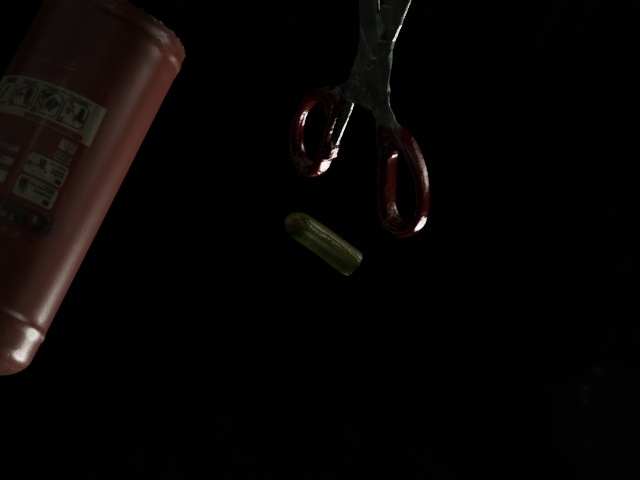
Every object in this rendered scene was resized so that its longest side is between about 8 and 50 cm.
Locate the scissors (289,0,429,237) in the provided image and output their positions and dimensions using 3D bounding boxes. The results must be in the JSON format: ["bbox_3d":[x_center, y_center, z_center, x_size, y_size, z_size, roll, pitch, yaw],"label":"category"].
[{"bbox_3d":[0.037,-0.133,0.932,0.017,0.247,0.144,-18,-141,-37],"label":"scissors"}]

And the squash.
[{"bbox_3d":[0.000,0.000,1.254,0.083,0.027,0.027,37,-159,-25],"label":"squash"}]

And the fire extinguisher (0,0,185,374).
[{"bbox_3d":[-0.216,-0.013,0.874,0.107,0.337,0.147,12,160,38],"label":"fire extinguisher"}]
